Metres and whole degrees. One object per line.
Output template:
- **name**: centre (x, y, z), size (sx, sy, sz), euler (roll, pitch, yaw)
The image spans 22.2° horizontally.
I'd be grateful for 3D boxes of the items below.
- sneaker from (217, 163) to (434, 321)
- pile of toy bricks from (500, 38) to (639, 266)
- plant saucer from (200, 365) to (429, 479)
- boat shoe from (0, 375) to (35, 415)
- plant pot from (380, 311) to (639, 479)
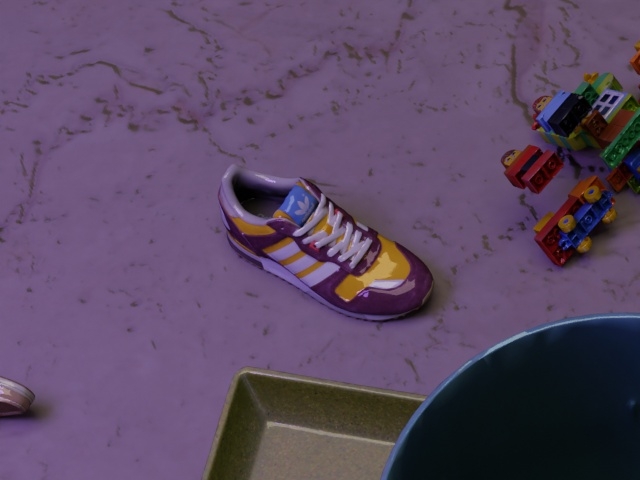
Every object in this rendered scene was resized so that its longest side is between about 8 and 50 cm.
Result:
- **sneaker**: centre (0.000, 0.000, 1.262), size (0.185, 0.084, 0.069), euler (20, 62, 20)
- **pile of toy bricks**: centre (0.213, -0.092, 1.294), size (0.212, 0.118, 0.105), euler (-48, 30, -12)
- **plant saucer**: centre (0.008, 0.193, 1.156), size (0.188, 0.045, 0.188), euler (8, 59, 13)
- **boat shoe**: centre (-0.283, 0.127, 1.242), size (0.135, 0.050, 0.045), euler (-1, 59, 20)
- **plant pot**: centre (0.187, 0.227, 0.994), size (0.293, 0.235, 0.293), euler (-4, 57, 6)
